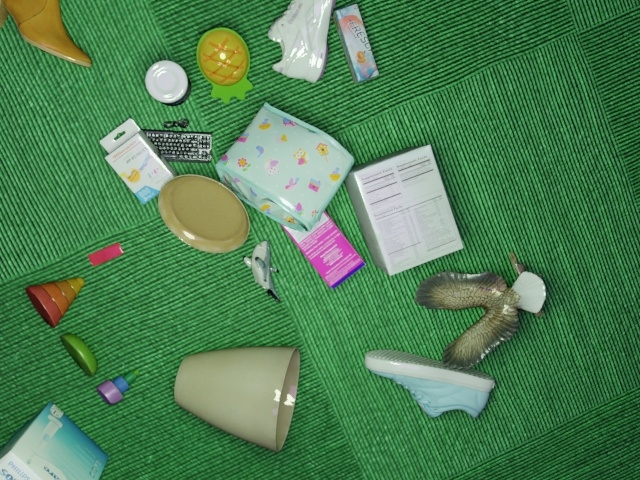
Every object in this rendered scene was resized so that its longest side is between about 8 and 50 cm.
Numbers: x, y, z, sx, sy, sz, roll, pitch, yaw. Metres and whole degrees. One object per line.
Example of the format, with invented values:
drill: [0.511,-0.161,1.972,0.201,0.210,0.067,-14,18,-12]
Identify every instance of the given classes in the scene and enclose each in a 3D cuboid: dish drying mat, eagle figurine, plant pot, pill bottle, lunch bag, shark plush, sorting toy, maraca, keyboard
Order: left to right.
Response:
sorting toy: [-0.576,0.235,1.613,0.126,0.127,0.365,-39,105,-31]
dish drying mat: [-0.540,0.035,1.622,0.083,0.008,0.032,-24,99,-3]
pill bottle: [-0.353,-0.365,1.514,0.094,0.169,0.094,-1,98,-7]
keyboard: [-0.361,-0.249,1.602,0.180,0.023,0.108,2,97,-8]
plant pot: [-0.280,-0.069,1.573,0.237,0.032,0.236,9,131,11]
maraca: [-0.230,-0.423,1.563,0.127,0.099,0.185,-12,124,0]
plant pot: [-0.212,0.371,1.603,0.274,0.256,0.256,8,96,7]
shark plush: [-0.132,0.084,1.659,0.067,0.073,0.161,-30,96,-33]
lunch bag: [-0.077,-0.164,1.528,0.262,0.160,0.223,30,71,9]
eagle figurine: [0.427,0.180,1.675,0.299,0.226,0.225,-16,119,-10]

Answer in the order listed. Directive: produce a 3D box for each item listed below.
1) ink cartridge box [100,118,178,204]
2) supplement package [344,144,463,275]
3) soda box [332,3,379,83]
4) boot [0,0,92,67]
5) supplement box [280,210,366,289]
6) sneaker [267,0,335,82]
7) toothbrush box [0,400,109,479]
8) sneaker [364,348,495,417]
ink cartridge box: [-0.444,-0.192,1.563,0.104,0.061,0.181,-36,107,5]
supplement package: [0.197,-0.081,1.603,0.198,0.199,0.262,-21,99,-5]
soda box: [0.088,-0.488,1.608,0.058,0.063,0.183,-20,99,-4]
boot: [-0.630,-0.550,1.490,0.295,0.104,0.211,27,93,-5]
supplement box: [0.000,0.000,1.633,0.114,0.111,0.220,-37,99,-1]
sneaker: [-0.046,-0.544,1.558,0.152,0.114,0.304,6,96,-9]
toothbrush box: [-0.649,0.544,1.526,0.126,0.295,0.216,-42,101,-1]
sneaker: [0.281,0.393,1.707,0.366,0.135,0.150,15,92,-8]
